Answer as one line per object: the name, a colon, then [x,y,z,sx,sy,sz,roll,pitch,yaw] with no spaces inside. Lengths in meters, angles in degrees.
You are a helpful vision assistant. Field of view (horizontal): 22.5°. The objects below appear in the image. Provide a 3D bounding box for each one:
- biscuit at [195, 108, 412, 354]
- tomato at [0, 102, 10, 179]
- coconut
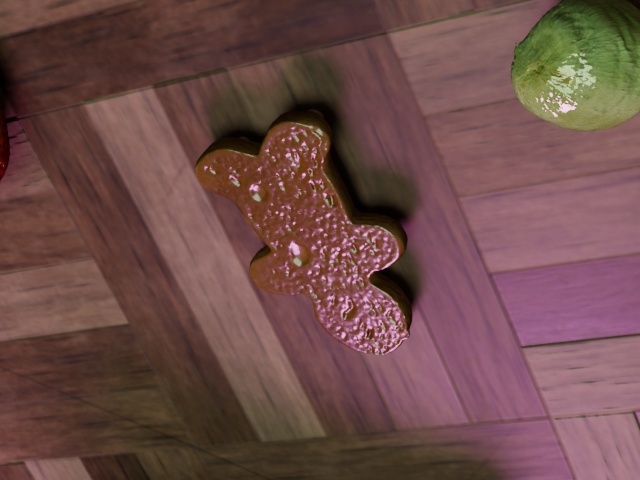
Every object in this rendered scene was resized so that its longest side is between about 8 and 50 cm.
biscuit: [0.000,0.000,1.183,0.138,0.031,0.205,-20,113,36]
tomato: [-0.310,-0.066,1.253,0.173,0.099,0.189,8,88,39]
coconut: [0.165,-0.109,0.990,0.087,0.096,0.088,-3,86,46]
